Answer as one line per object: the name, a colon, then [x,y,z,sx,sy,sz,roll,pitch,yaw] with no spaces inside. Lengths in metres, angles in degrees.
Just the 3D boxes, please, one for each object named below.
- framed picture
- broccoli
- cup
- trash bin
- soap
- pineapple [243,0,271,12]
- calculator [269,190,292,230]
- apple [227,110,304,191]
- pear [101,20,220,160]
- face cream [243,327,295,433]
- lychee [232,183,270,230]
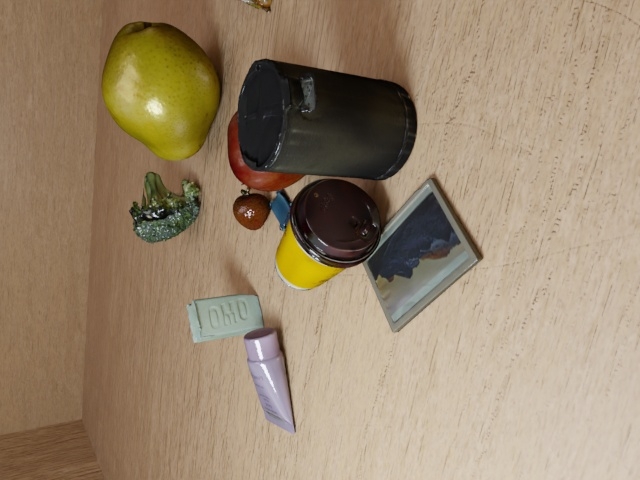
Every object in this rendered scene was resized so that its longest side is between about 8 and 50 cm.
framed picture: [0.180,0.033,1.055,0.265,0.018,0.192,-53,50,42]
broccoli: [-0.556,-0.132,1.891,0.263,0.246,0.244,-39,66,27]
cup: [0.000,0.000,1.164,0.280,0.196,0.197,131,127,-58]
trash bin: [0.007,-0.221,1.042,0.252,0.301,0.203,-24,72,52]
soap: [-0.267,0.216,1.534,0.063,0.198,0.115,-36,65,51]
pineapple: [-0.262,-0.766,1.520,0.334,0.158,0.161,48,128,43]
calculator: [-0.094,-0.072,1.433,0.141,0.019,0.094,58,135,33]
apple: [-0.108,-0.233,1.287,0.234,0.233,0.234,3,94,54]
pear: [-0.497,-0.469,1.707,0.362,0.362,0.419,35,146,48]
face cream: [-0.137,0.378,1.467,0.154,0.096,0.274,-1,104,51]
lychee: [-0.187,-0.096,1.490,0.114,0.101,0.140,-128,48,-64]
